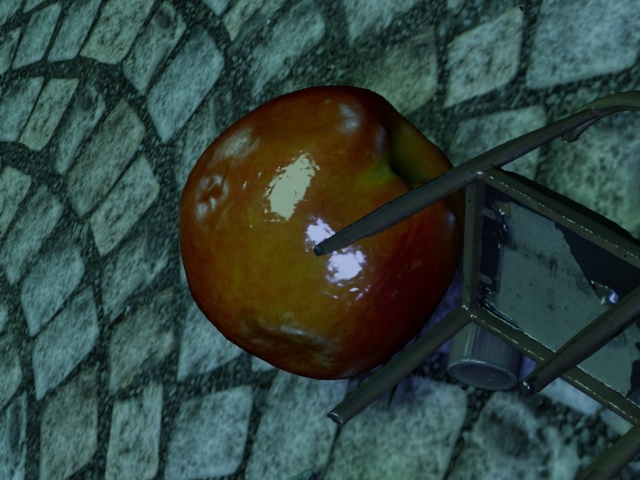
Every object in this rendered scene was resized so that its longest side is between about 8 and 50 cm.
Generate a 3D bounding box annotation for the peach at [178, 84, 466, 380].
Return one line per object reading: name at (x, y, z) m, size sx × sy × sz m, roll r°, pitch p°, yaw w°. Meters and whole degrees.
peach at (0.000, 0.000, 1.003) m, size 0.243 × 0.199 × 0.243 m, roll -10°, pitch 76°, yaw 42°

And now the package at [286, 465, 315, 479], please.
package at (-0.014, 0.234, 1.018) m, size 0.037 × 0.015 × 0.110 m, roll -33°, pitch 46°, yaw 32°

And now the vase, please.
vase at (0.127, 0.055, 0.937) m, size 0.053 × 0.053 × 0.100 m, roll -16°, pitch 51°, yaw 45°

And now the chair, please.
chair at (0.153, 0.035, 0.803) m, size 0.272 × 0.166 × 0.188 m, roll -34°, pitch 50°, yaw -29°
